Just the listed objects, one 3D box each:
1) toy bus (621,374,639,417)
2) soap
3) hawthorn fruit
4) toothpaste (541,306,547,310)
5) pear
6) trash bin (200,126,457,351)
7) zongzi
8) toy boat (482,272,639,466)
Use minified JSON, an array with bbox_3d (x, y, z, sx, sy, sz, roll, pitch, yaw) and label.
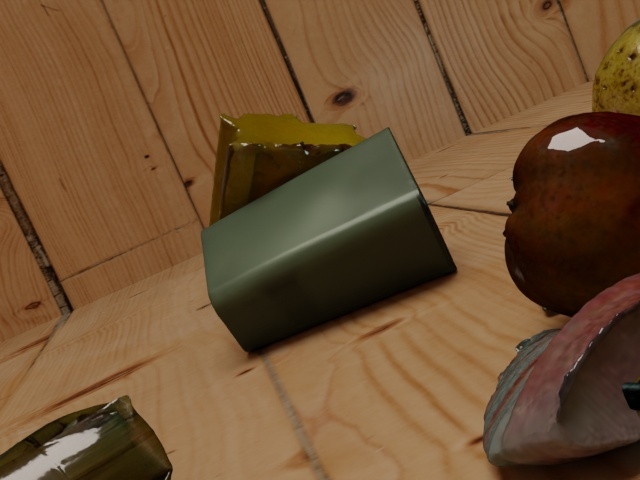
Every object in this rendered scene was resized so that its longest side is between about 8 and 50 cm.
[{"bbox_3d":[0.279,0.067,0.489,0.201,0.114,0.098,-34,12,-30],"label":"toy bus"},{"bbox_3d":[-0.057,-0.064,1.458,0.259,0.281,0.143,0,32,-21],"label":"soap"},{"bbox_3d":[0.296,-0.023,0.795,0.248,0.208,0.208,3,14,10],"label":"hawthorn fruit"},{"bbox_3d":[0.252,0.055,0.966,0.037,0.021,0.140,-22,10,4],"label":"toothpaste"},{"bbox_3d":[0.522,-0.202,1.188,0.271,0.271,0.271,-23,8,3],"label":"pear"},{"bbox_3d":[0.000,0.000,1.303,0.343,0.158,0.223,-24,38,6],"label":"trash bin"},{"bbox_3d":[-0.286,0.260,0.846,0.260,0.123,0.289,-30,0,-24],"label":"zongzi"},{"bbox_3d":[0.194,0.100,0.684,0.206,0.096,0.282,-39,1,-7],"label":"toy boat"}]
